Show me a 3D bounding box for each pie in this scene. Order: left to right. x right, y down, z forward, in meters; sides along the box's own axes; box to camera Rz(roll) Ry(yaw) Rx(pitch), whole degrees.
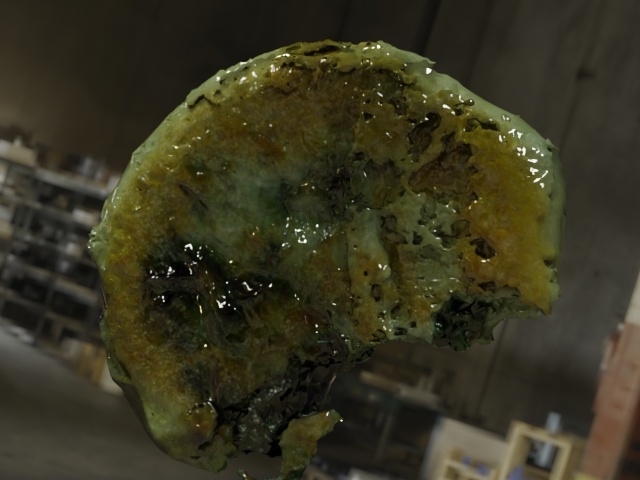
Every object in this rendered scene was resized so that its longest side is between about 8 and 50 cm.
[{"bbox_3d":[0.000,0.000,1.143,0.296,0.371,0.078,59,0,9],"label":"pie"}]
